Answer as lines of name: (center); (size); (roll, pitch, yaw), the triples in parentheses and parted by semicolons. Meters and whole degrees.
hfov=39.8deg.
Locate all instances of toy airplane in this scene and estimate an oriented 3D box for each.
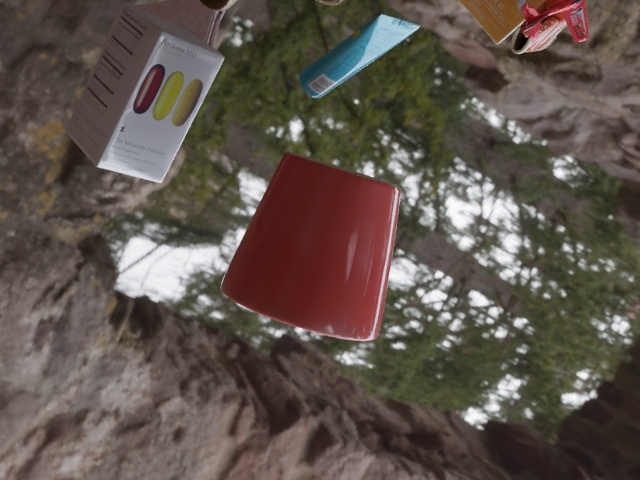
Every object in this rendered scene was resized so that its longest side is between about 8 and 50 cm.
toy airplane: (0.399, -0.388, 1.482); (0.151, 0.151, 0.028); (-54, -148, 13)

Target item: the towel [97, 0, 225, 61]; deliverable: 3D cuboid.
towel: (-0.393, -0.420, 2.078); (0.331, 0.053, 0.317); (3, -111, 32)

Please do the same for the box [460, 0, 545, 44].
box: (0.502, -0.677, 2.124); (0.345, 0.215, 0.168); (-41, -178, 36)

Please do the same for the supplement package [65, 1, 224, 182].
supplement package: (-0.293, -0.242, 1.462); (0.134, 0.139, 0.244); (42, -70, 39)

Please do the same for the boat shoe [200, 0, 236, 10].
boat shoe: (-0.101, -0.519, 1.374); (0.121, 0.110, 0.341); (37, -60, 21)

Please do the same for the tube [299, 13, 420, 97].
tube: (0.050, -0.280, 1.330); (0.207, 0.080, 0.052); (-26, -106, 45)

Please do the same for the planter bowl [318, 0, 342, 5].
planter bowl: (0.018, -0.426, 1.329); (0.109, 0.162, 0.162); (-58, -151, -11)

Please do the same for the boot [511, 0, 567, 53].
boot: (0.402, -0.395, 1.585); (0.059, 0.084, 0.158); (56, -35, 20)

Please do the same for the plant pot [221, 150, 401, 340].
plant pot: (0.000, 0.000, 1.407); (0.275, 0.275, 0.243); (26, -79, 60)
